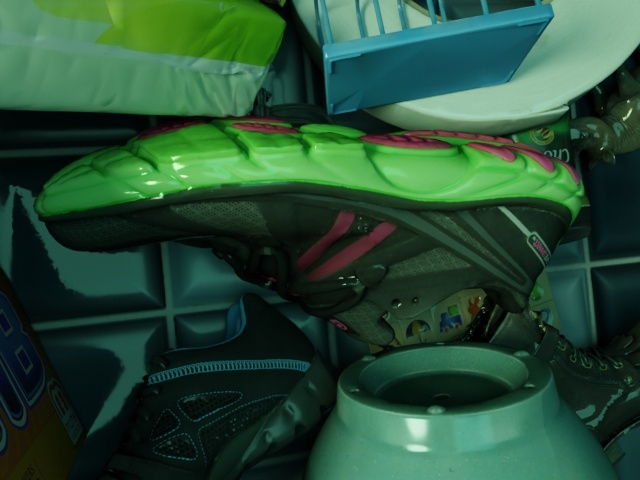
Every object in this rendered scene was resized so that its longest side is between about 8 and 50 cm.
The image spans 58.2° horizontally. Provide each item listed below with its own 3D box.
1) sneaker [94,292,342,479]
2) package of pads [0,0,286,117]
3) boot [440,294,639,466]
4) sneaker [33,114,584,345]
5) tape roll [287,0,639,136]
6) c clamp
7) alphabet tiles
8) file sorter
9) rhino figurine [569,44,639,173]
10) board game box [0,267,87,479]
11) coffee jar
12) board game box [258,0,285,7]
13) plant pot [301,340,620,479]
[{"bbox_3d":[-0.130,0.178,0.493,0.139,0.125,0.341,52,47,1],"label":"sneaker"},{"bbox_3d":[-0.207,-0.180,0.407,0.297,0.229,0.101,-11,133,-50],"label":"package of pads"},{"bbox_3d":[0.275,0.126,0.642,0.229,0.091,0.263,43,81,-13],"label":"boot"},{"bbox_3d":[0.000,0.000,0.510,0.484,0.185,0.202,3,107,-8],"label":"sneaker"},{"bbox_3d":[0.151,-0.298,0.584,0.393,0.072,0.391,0,85,1],"label":"tape roll"},{"bbox_3d":[-0.042,-0.084,0.606,0.137,0.022,0.160,-7,89,-20],"label":"c clamp"},{"bbox_3d":[0.152,0.048,0.658,0.238,0.009,0.198,-17,93,-15],"label":"alphabet tiles"},{"bbox_3d":[0.080,-0.188,0.483,0.171,0.118,0.104,-11,81,0],"label":"file sorter"},{"bbox_3d":[0.366,-0.165,0.689,0.243,0.073,0.106,-43,96,-11],"label":"rhino figurine"},{"bbox_3d":[-0.405,0.101,0.326,0.357,0.356,0.356,-25,95,-14],"label":"board game box"},{"bbox_3d":[0.235,-0.083,0.638,0.096,0.079,0.184,-9,85,-9],"label":"coffee jar"},{"bbox_3d":[-0.072,-0.316,0.542,0.141,0.048,0.170,19,88,28],"label":"board game box"},{"bbox_3d":[0.110,0.200,0.483,0.293,0.293,0.196,-9,97,-15],"label":"plant pot"}]
